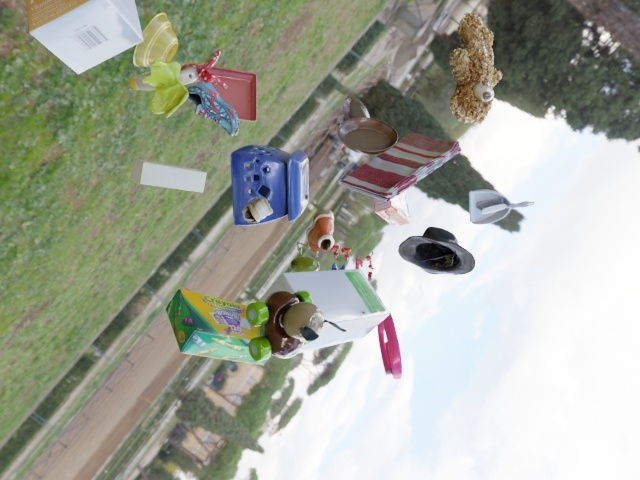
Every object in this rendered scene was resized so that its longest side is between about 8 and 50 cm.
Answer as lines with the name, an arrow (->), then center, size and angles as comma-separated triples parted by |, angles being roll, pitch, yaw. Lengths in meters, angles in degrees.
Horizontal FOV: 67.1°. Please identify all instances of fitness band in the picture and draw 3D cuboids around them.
fitness band -> 0.278, 0.423, 1.961 | 0.291, 0.054, 0.209 | -99, -177, -49

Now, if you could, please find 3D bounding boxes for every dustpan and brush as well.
dustpan and brush -> 0.639, -0.123, 1.699 | 0.060, 0.211, 0.147 | -97, 174, -53

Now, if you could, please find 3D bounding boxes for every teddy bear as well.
teddy bear -> 0.485, -0.534, 1.487 | 0.113, 0.245, 0.338 | 0, -120, 37

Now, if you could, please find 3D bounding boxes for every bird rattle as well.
bird rattle -> -0.389, -0.446, 1.291 | 0.253, 0.207, 0.143 | -53, 144, -41

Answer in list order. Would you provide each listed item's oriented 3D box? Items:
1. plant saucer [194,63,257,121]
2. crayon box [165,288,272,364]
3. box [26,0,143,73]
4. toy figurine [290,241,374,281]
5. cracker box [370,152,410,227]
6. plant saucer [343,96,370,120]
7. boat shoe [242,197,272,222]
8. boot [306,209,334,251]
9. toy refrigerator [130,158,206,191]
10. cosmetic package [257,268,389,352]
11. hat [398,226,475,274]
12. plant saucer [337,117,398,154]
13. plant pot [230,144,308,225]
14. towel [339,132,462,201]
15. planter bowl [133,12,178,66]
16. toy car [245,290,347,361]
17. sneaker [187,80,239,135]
plant saucer -> -0.404, -0.621, 2.070 | 0.048, 0.258, 0.259 | 126, -36, -61
crayon box -> -0.267, 0.241, 1.325 | 0.081, 0.278, 0.165 | -53, -135, 15
box -> -0.638, -0.664, 1.287 | 0.215, 0.345, 0.168 | -23, 157, 8
toy figurine -> 0.049, 0.158, 2.018 | 0.217, 0.362, 0.191 | -84, -176, -49
cracker box -> 0.245, -0.181, 1.687 | 0.067, 0.156, 0.232 | -16, -118, 30
plant saucer -> 0.142, -0.466, 1.817 | 0.029, 0.168, 0.168 | -28, 174, -15
boat shoe -> -0.175, -0.075, 1.254 | 0.059, 0.063, 0.170 | -31, -174, -17
boot -> 0.000, 0.000, 1.205 | 0.158, 0.059, 0.084 | 108, -22, -60
toy refrigerator -> -0.606, -0.254, 1.933 | 0.269, 0.102, 0.094 | 3, 102, -45
cosmetic package -> 0.016, 0.208, 1.471 | 0.365, 0.197, 0.155 | 1, 139, -50
hat -> 0.507, 0.025, 2.065 | 0.331, 0.331, 0.134 | 129, -18, -63
plant saucer -> 0.151, -0.334, 1.571 | 0.198, 0.198, 0.036 | -54, 159, -41
plant pot -> -0.152, -0.181, 1.554 | 0.236, 0.212, 0.236 | -70, 161, -72
towel -> 0.248, -0.242, 1.523 | 0.329, 0.037, 0.237 | -35, -146, -21
planter bowl -> -0.584, -0.708, 1.763 | 0.217, 0.090, 0.217 | -56, -170, 15
toy car -> -0.040, 0.188, 1.018 | 0.155, 0.149, 0.188 | -9, -171, -42
sneaker -> -0.421, -0.491, 1.854 | 0.125, 0.262, 0.104 | -33, 166, -36
